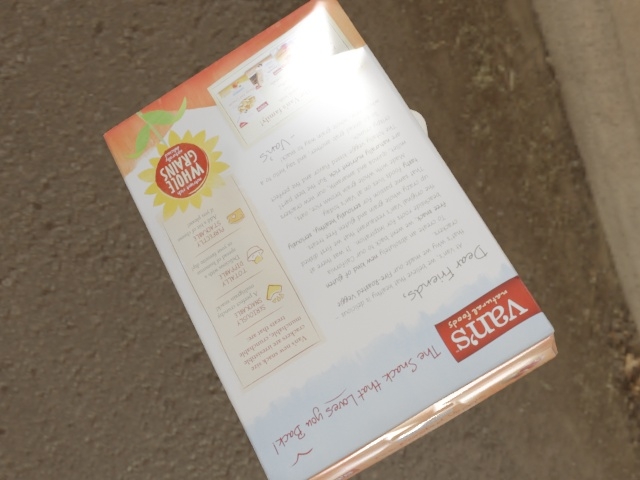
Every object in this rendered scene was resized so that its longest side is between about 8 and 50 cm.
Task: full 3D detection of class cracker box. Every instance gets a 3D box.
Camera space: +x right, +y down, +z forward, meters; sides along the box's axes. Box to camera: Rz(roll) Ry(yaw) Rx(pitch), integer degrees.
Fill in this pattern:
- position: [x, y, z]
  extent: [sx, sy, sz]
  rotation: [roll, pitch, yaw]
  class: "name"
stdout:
- position: [0.000, 0.000, 0.497]
  extent: [0.232, 0.156, 0.067]
  rotation: [61, 5, 23]
  class: "cracker box"

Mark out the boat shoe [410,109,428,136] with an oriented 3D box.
- position: [0.073, -0.032, 0.808]
  extent: [0.063, 0.066, 0.184]
  rotation: [76, 6, -53]
  class: "boat shoe"
